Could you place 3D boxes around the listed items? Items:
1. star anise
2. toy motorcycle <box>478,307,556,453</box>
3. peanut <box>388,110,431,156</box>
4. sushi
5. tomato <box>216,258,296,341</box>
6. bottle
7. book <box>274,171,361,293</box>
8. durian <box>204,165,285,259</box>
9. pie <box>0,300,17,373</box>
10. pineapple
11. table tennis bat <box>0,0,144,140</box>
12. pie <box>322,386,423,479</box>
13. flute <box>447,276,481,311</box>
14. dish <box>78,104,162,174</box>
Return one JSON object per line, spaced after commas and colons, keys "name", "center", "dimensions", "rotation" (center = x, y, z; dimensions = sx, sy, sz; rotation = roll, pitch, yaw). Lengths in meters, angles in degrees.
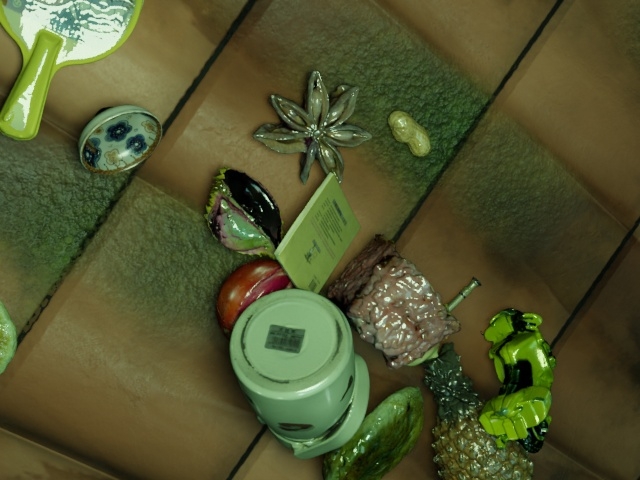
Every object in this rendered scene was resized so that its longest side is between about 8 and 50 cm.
{"name": "star anise", "center": [-0.002, -0.208, 1.384], "dimensions": [0.197, 0.073, 0.212], "rotation": [-48, 119, 1]}
{"name": "toy motorcycle", "center": [0.412, 0.265, 1.584], "dimensions": [0.206, 0.342, 0.142], "rotation": [46, 126, -11]}
{"name": "peanut", "center": [0.171, -0.202, 1.469], "dimensions": [0.113, 0.054, 0.054], "rotation": [41, 88, -26]}
{"name": "sushi", "center": [0.136, 0.130, 1.428], "dimensions": [0.171, 0.270, 0.236], "rotation": [-42, 103, -2]}
{"name": "tomato", "center": [-0.124, 0.104, 1.416], "dimensions": [0.173, 0.099, 0.189], "rotation": [-44, 153, -20]}
{"name": "bottle", "center": [-0.024, 0.266, 1.396], "dimensions": [0.229, 0.229, 0.351], "rotation": [-27, 143, -13]}
{"name": "book", "center": [0.000, 0.000, 1.409], "dimensions": [0.192, 0.013, 0.168], "rotation": [-56, 143, -22]}
{"name": "durian", "center": [-0.148, -0.045, 1.375], "dimensions": [0.108, 0.119, 0.186], "rotation": [-28, 116, 29]}
{"name": "pie", "center": [-0.596, 0.161, 1.270], "dimensions": [0.187, 0.041, 0.186], "rotation": [-6, 107, -20]}
{"name": "pineapple", "center": [0.305, 0.391, 1.634], "dimensions": [0.202, 0.202, 0.361], "rotation": [-27, 95, -13]}
{"name": "table tennis bat", "center": [-0.414, -0.330, 1.198], "dimensions": [0.224, 0.054, 0.368], "rotation": [22, 92, -25]}
{"name": "pie", "center": [0.115, 0.411, 1.544], "dimensions": [0.277, 0.078, 0.277], "rotation": [-33, 148, -23]}
{"name": "flute", "center": [0.246, 0.163, 1.614], "dimensions": [0.233, 0.027, 0.027], "rotation": [-43, 115, -6]}
{"name": "dish", "center": [-0.339, -0.182, 1.261], "dimensions": [0.141, 0.078, 0.141], "rotation": [-29, 155, -15]}
